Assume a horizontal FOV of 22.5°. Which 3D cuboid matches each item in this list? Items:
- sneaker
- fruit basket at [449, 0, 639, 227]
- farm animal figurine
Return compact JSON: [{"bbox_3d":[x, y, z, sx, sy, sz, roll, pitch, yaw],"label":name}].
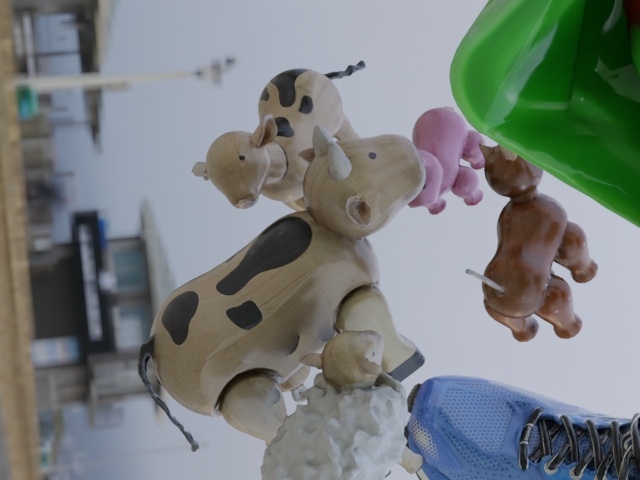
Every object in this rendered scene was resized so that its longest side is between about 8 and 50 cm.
[{"bbox_3d":[0.224,0.165,1.215,0.147,0.330,0.130,106,2,-53],"label":"sneaker"},{"bbox_3d":[0.234,-0.008,0.529,0.283,0.392,0.392,-47,-135,42],"label":"fruit basket"},{"bbox_3d":[0.000,0.000,1.097,0.330,0.327,0.172,25,-21,51],"label":"farm animal figurine"}]
